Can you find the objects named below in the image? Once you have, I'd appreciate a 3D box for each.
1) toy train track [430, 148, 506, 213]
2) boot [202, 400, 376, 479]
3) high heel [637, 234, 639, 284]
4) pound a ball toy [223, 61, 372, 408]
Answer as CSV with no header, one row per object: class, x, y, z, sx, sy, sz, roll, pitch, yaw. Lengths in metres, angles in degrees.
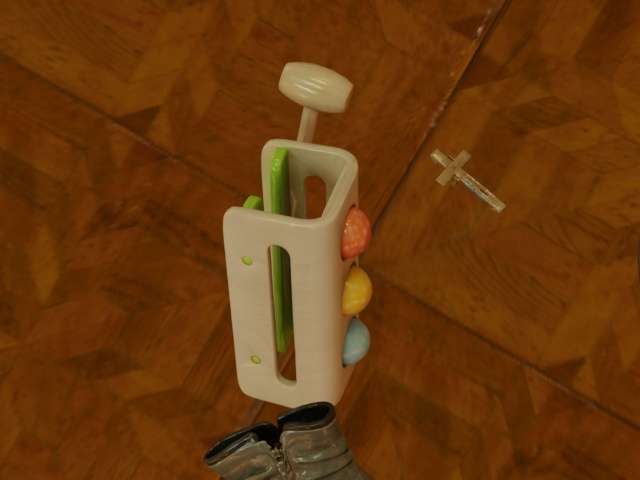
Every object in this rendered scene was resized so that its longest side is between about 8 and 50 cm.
toy train track,0.135,-0.053,1.162,0.083,0.014,0.048,40,59,9
boot,-0.059,0.245,1.139,0.246,0.083,0.161,-30,108,15
high heel,0.345,0.012,0.822,0.261,0.093,0.186,33,110,-9
pound a ball toy,0.000,0.000,1.327,0.135,0.208,0.319,12,133,13
